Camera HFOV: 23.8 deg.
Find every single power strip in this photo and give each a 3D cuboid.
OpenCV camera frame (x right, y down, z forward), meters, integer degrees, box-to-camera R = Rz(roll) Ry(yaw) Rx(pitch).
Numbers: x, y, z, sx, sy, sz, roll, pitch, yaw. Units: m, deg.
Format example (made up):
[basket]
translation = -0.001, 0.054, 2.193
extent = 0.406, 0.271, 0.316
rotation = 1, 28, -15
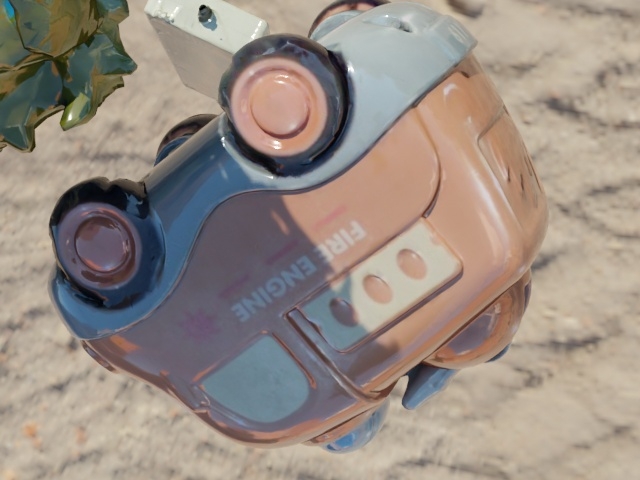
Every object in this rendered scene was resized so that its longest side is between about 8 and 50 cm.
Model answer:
[power strip]
translation = -0.095, -0.175, 1.433
extent = 0.106, 0.367, 0.043
rotation = 25, 86, 2

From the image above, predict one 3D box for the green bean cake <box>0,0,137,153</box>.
[green bean cake]
translation = -0.184, -0.144, 0.641
extent = 0.310, 0.285, 0.202
rotation = 38, 148, 44

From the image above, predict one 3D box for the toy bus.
[toy bus]
translation = 0.000, 0.000, 0.890
extent = 0.288, 0.194, 0.232
rotation = -38, 96, 22
